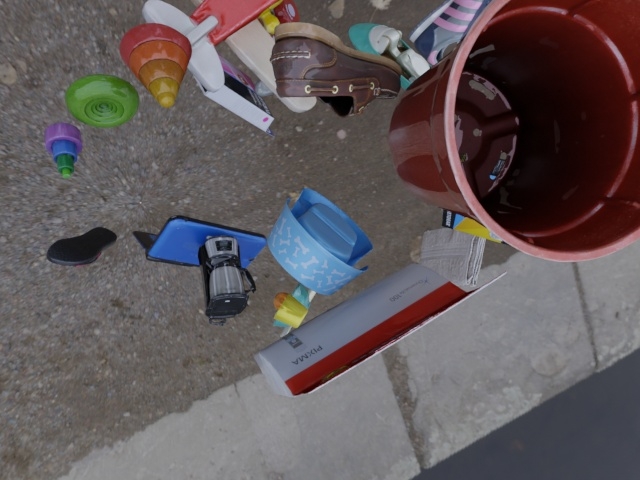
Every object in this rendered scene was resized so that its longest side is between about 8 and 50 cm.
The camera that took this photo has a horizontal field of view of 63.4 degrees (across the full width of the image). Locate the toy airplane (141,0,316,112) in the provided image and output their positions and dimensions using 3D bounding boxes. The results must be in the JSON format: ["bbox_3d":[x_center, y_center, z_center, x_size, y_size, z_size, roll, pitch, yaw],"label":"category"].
[{"bbox_3d":[-0.177,-0.468,1.051,0.385,0.272,0.385,0,102,-19],"label":"toy airplane"}]

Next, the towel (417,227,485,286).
[{"bbox_3d":[0.392,0.052,1.606,0.049,0.282,0.187,20,77,-23],"label":"towel"}]

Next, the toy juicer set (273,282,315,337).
[{"bbox_3d":[-0.061,0.138,1.355,0.090,0.329,0.209,32,73,2],"label":"toy juicer set"}]

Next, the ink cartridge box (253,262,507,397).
[{"bbox_3d":[0.060,0.125,0.802,0.308,0.385,0.091,-27,81,-17],"label":"ink cartridge box"}]

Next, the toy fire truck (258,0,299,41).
[{"bbox_3d":[-0.131,-0.564,1.575,0.302,0.170,0.253,44,41,-48],"label":"toy fire truck"}]

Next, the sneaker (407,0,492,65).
[{"bbox_3d":[0.369,-0.557,1.281,0.131,0.319,0.112,53,51,-6],"label":"sneaker"}]

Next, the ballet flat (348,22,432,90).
[{"bbox_3d":[0.163,-0.386,1.076,0.247,0.087,0.083,45,72,5],"label":"ballet flat"}]

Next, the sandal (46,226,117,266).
[{"bbox_3d":[-0.442,0.020,0.969,0.067,0.179,0.040,32,107,-1],"label":"sandal"}]

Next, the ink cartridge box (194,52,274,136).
[{"bbox_3d":[-0.245,-0.437,1.521,0.069,0.371,0.175,-35,70,14],"label":"ink cartridge box"}]

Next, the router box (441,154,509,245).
[{"bbox_3d":[0.283,-0.072,0.894,0.133,0.179,0.046,17,62,20],"label":"router box"}]

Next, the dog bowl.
[{"bbox_3d":[0.000,0.000,0.878,0.166,0.297,0.074,41,104,-2],"label":"dog bowl"}]

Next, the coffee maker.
[{"bbox_3d":[-0.259,0.100,1.320,0.120,0.171,0.178,16,49,-41],"label":"coffee maker"}]

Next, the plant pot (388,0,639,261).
[{"bbox_3d":[0.215,-0.130,0.606,0.273,0.265,0.272,-1,97,-12],"label":"plant pot"}]

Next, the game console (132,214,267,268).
[{"bbox_3d":[-0.343,-0.012,1.468,0.293,0.173,0.250,13,133,-38],"label":"game console"}]

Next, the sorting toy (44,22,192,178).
[{"bbox_3d":[-0.366,-0.221,0.923,0.127,0.366,0.126,21,45,-55],"label":"sorting toy"}]

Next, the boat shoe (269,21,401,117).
[{"bbox_3d":[0.022,-0.169,0.558,0.207,0.073,0.073,-5,95,-50],"label":"boat shoe"}]
